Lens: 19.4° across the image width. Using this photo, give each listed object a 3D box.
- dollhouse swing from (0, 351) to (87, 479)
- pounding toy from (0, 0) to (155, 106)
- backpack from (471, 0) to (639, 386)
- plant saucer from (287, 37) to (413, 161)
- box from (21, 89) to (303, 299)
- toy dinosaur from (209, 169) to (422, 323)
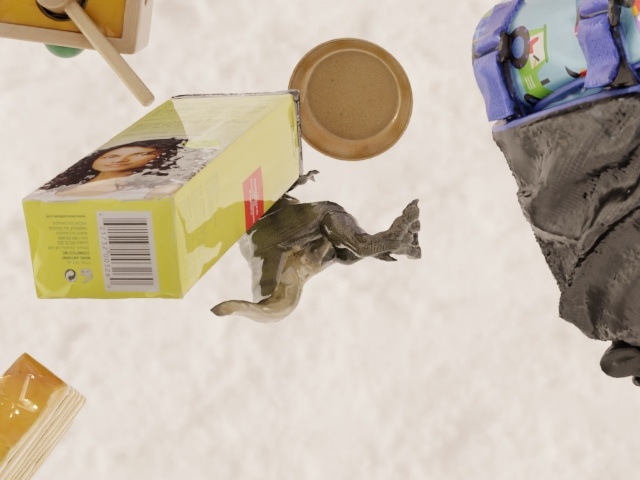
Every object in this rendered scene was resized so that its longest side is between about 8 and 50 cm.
[{"bbox_3d":[-0.166,0.276,0.969,0.305,0.347,0.315,-38,87,-8],"label":"dollhouse swing"},{"bbox_3d":[-0.165,-0.174,1.292,0.130,0.141,0.100,8,10,1],"label":"pounding toy"},{"bbox_3d":[0.143,-0.044,0.465,0.158,0.173,0.117,-29,96,-25],"label":"backpack"},{"bbox_3d":[0.020,-0.093,1.226,0.083,0.083,0.015,7,20,7],"label":"plant saucer"},{"bbox_3d":[-0.079,-0.030,1.039,0.087,0.058,0.232,-1,16,15],"label":"box"},{"bbox_3d":[0.000,0.000,1.102,0.118,0.064,0.268,-5,18,1],"label":"toy dinosaur"}]
